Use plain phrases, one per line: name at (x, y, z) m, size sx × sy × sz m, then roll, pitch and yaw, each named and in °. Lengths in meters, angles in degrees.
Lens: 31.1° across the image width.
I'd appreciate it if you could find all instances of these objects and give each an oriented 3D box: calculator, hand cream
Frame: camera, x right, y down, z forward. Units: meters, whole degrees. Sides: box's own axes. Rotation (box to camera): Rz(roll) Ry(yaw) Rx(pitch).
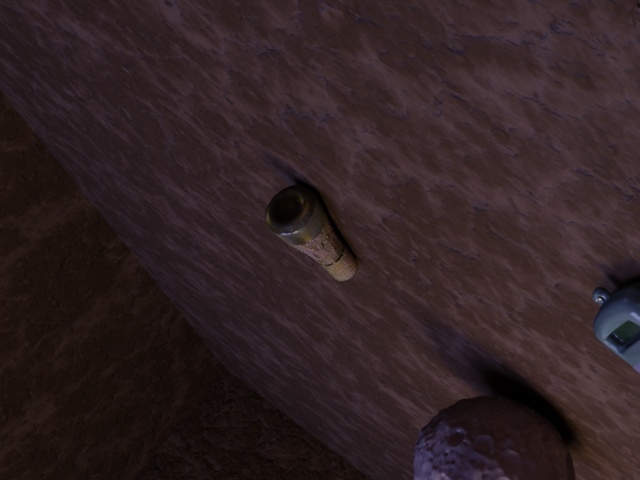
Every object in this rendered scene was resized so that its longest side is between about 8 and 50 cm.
calculator at (0.373, 0.127, 1.150) m, size 0.246 × 0.045 × 0.141 m, roll 40°, pitch 166°, yaw 9°
hand cream at (0.000, 0.000, 1.712) m, size 0.084 × 0.084 × 0.203 m, roll 29°, pitch 169°, yaw 41°

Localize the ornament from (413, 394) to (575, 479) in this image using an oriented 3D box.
ornament at (0.268, 0.363, 1.735) m, size 0.225 × 0.259 × 0.259 m, roll -11°, pitch 141°, yaw 20°
